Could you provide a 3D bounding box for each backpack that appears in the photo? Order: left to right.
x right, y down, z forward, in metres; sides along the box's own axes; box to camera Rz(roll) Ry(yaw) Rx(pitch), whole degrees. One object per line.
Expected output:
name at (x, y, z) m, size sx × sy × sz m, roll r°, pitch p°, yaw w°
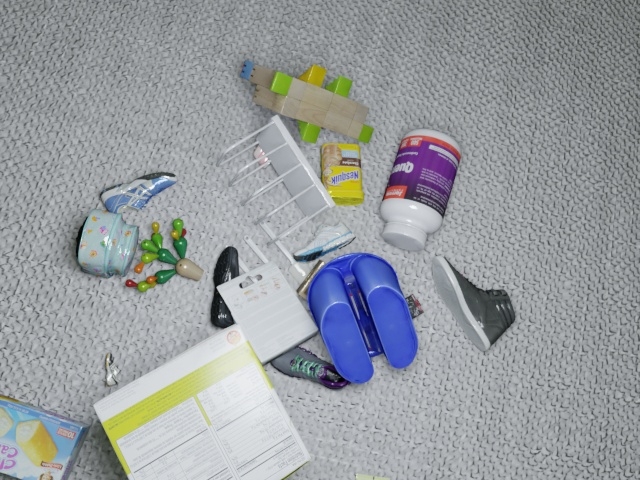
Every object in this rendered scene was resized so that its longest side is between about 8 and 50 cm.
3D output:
backpack at (-0.546, 0.007, 1.453) m, size 0.144 × 0.188 × 0.166 m, roll 13°, pitch 73°, yaw -5°

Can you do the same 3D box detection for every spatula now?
spatula at (-0.140, 0.068, 1.587) m, size 0.168 × 0.019 × 0.242 m, roll -38°, pitch 82°, yaw -11°

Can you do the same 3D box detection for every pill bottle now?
pill bottle at (0.278, -0.143, 1.616) m, size 0.181 × 0.181 × 0.323 m, roll 20°, pitch 73°, yaw -3°

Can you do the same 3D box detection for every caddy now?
caddy at (0.106, 0.193, 1.449) m, size 0.241 × 0.179 × 0.341 m, roll -20°, pitch 120°, yaw 1°

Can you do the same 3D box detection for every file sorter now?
file sorter at (-0.130, -0.150, 1.517) m, size 0.173 × 0.193 × 0.278 m, roll -34°, pitch 94°, yaw -21°

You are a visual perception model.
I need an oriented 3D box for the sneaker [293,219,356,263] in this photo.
sneaker at (0.000, 0.000, 1.603) m, size 0.190 × 0.071 × 0.083 m, roll -24°, pitch 73°, yaw -22°

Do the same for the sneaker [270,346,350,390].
sneaker at (-0.025, 0.329, 1.490) m, size 0.223 × 0.098 × 0.083 m, roll 19°, pitch 73°, yaw -3°

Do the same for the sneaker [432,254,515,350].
sneaker at (0.436, 0.149, 1.608) m, size 0.146 × 0.104 × 0.296 m, roll -30°, pitch 87°, yaw -16°

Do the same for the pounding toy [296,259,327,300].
pounding toy at (0.028, 0.122, 1.559) m, size 0.130 × 0.100 × 0.141 m, roll 37°, pitch 87°, yaw -7°

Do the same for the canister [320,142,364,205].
canister at (0.060, -0.193, 1.655) m, size 0.126 × 0.073 × 0.170 m, roll 1°, pitch 74°, yaw -8°

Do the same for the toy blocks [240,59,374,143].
toy blocks at (-0.057, -0.398, 1.600) m, size 0.381 × 0.261 × 0.191 m, roll 9°, pitch 108°, yaw -43°

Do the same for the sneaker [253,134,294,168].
sneaker at (-0.140, -0.277, 1.657) m, size 0.070 × 0.051 × 0.134 m, roll 45°, pitch 78°, yaw -1°

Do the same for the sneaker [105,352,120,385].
sneaker at (-0.532, 0.329, 1.456) m, size 0.036 × 0.032 × 0.083 m, roll -3°, pitch 80°, yaw -23°

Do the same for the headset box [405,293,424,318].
headset box at (0.246, 0.194, 1.600) m, size 0.083 × 0.032 × 0.062 m, roll -29°, pitch 82°, yaw -15°

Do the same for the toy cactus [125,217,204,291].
toy cactus at (-0.403, 0.056, 1.521) m, size 0.180 × 0.112 × 0.219 m, roll 32°, pitch 70°, yaw -19°

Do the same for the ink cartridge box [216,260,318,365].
ink cartridge box at (-0.142, 0.192, 1.506) m, size 0.189 × 0.066 × 0.232 m, roll -25°, pitch 69°, yaw -31°

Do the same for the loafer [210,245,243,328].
loafer at (-0.245, 0.127, 1.532) m, size 0.078 × 0.076 × 0.223 m, roll 18°, pitch 66°, yaw -38°

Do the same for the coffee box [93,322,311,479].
coffee box at (-0.261, 0.433, 1.304) m, size 0.338 × 0.337 × 0.334 m, roll -28°, pitch 81°, yaw -16°

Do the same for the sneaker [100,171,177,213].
sneaker at (-0.490, -0.127, 1.561) m, size 0.211 × 0.080 × 0.081 m, roll -21°, pitch 86°, yaw -3°

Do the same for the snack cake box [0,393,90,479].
snack cake box at (-0.714, 0.475, 1.357) m, size 0.264 × 0.089 × 0.152 m, roll 20°, pitch 73°, yaw -2°

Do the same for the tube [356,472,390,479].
tube at (0.123, 0.723, 1.434) m, size 0.070 × 0.062 × 0.240 m, roll 30°, pitch 60°, yaw -46°
